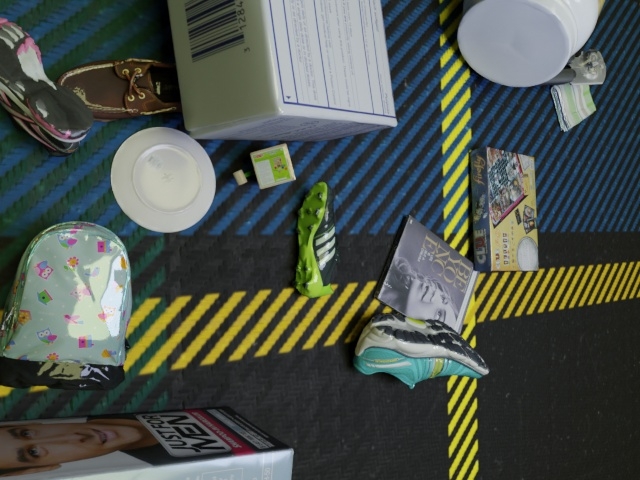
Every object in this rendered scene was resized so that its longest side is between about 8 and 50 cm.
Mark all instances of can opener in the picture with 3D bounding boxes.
[{"bbox_3d":[0.520,-0.380,1.154,0.283,0.095,0.076,-9,95,-21],"label":"can opener"}]

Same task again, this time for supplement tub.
[{"bbox_3d":[0.418,-0.486,0.977,0.241,0.241,0.332,40,69,-27],"label":"supplement tub"}]

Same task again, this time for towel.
[{"bbox_3d":[0.611,-0.338,1.235,0.152,0.023,0.113,-30,106,-31],"label":"towel"}]

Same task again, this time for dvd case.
[{"bbox_3d":[0.206,0.078,0.958,0.221,0.018,0.165,33,72,-30],"label":"dvd case"}]

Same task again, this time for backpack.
[{"bbox_3d":[-0.274,0.071,0.577,0.151,0.115,0.182,12,80,-31],"label":"backpack"}]

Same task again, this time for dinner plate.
[{"bbox_3d":[-0.204,-0.082,0.686,0.141,0.017,0.141,2,87,-33],"label":"dinner plate"}]

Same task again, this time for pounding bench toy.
[{"bbox_3d":[-0.083,-0.104,0.745,0.083,0.065,0.052,-16,100,-2],"label":"pounding bench toy"}]

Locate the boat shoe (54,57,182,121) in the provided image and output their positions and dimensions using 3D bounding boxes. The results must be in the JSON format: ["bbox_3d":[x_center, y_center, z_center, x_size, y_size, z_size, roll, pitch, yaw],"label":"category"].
[{"bbox_3d":[-0.221,-0.193,0.644,0.206,0.073,0.073,-15,100,-32],"label":"boat shoe"}]

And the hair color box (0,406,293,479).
[{"bbox_3d":[-0.238,0.268,0.554,0.374,0.185,0.114,7,85,-34],"label":"hair color box"}]

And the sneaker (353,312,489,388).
[{"bbox_3d":[0.175,0.200,0.897,0.275,0.107,0.110,17,112,-26],"label":"sneaker"}]

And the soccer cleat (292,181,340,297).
[{"bbox_3d":[0.000,0.000,0.802,0.072,0.060,0.179,6,92,-43],"label":"soccer cleat"}]

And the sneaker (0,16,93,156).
[{"bbox_3d":[-0.335,-0.163,0.570,0.178,0.077,0.072,51,45,2],"label":"sneaker"}]

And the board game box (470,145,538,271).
[{"bbox_3d":[0.377,-0.058,1.051,0.164,0.042,0.244,3,84,-36],"label":"board game box"}]

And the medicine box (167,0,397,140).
[{"bbox_3d":[-0.038,-0.272,0.670,0.289,0.149,0.264,-14,97,-56],"label":"medicine box"}]
